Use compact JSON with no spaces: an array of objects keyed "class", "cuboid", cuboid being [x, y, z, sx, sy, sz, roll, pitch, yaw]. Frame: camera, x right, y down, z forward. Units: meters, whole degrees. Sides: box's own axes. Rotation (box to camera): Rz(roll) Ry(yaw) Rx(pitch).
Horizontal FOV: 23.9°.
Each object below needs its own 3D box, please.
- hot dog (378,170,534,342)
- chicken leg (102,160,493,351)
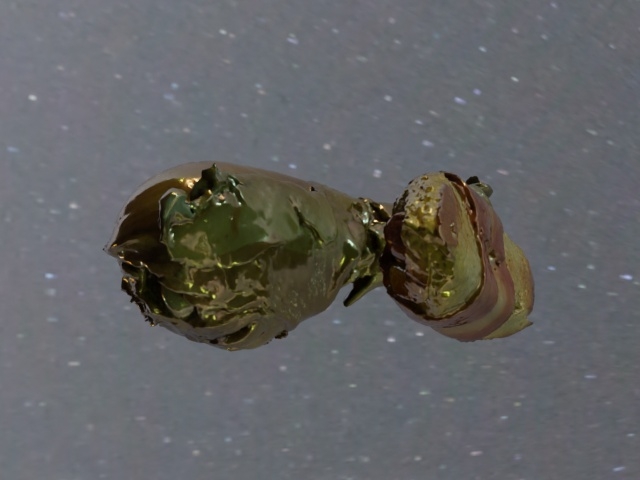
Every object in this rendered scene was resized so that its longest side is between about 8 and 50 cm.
[{"class":"hot dog","cuboid":[0.099,0.017,1.212,0.093,0.261,0.123,-10,-113,21]},{"class":"chicken leg","cuboid":[0.000,0.000,1.362,0.153,0.429,0.201,44,-51,44]}]
